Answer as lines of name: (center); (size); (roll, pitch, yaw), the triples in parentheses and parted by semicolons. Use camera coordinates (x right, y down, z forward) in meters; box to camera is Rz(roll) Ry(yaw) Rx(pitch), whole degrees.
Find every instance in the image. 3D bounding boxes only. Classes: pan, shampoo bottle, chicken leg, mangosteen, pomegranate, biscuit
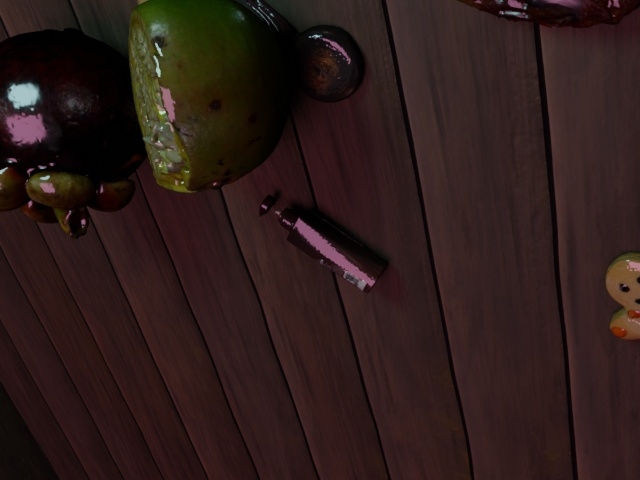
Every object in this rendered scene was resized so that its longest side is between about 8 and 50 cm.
pan: (-0.031, -0.283, 1.071); (0.212, 0.040, 0.115); (40, 131, 1)
shampoo bottle: (0.000, 0.000, 1.256); (0.236, 0.067, 0.068); (35, 126, 8)
chicken leg: (0.210, -0.339, 0.837); (0.322, 0.083, 0.177); (24, 125, 16)
mangosteen: (-0.424, -0.170, 1.223); (0.306, 0.307, 0.347); (-9, 75, 40)
pomegranate: (-0.158, -0.249, 1.069); (0.310, 0.216, 0.359); (143, 119, -73)
biscuit: (0.479, 0.114, 1.032); (0.153, 0.030, 0.234); (-28, 105, 43)
